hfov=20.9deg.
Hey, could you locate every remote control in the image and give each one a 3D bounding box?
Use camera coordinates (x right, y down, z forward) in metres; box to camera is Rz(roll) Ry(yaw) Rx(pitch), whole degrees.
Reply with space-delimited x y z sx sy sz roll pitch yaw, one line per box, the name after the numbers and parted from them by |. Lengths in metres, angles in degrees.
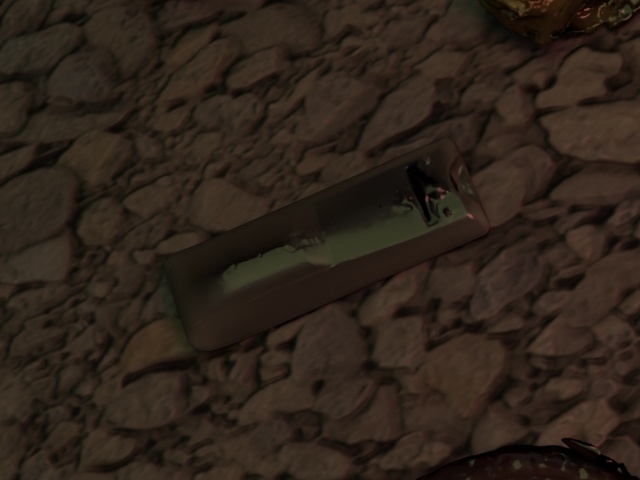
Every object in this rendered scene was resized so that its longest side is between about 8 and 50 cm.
0.000 0.000 1.674 0.313 0.055 0.109 -24 66 7 | remote control

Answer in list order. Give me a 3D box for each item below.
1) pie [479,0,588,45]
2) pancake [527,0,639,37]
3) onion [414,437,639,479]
0.256 -0.326 1.687 0.128 0.068 0.282 30 77 21 | pie
0.255 -0.287 1.720 0.199 0.021 0.199 -5 70 14 | pancake
0.164 0.323 1.474 0.280 0.146 0.314 4 81 32 | onion
